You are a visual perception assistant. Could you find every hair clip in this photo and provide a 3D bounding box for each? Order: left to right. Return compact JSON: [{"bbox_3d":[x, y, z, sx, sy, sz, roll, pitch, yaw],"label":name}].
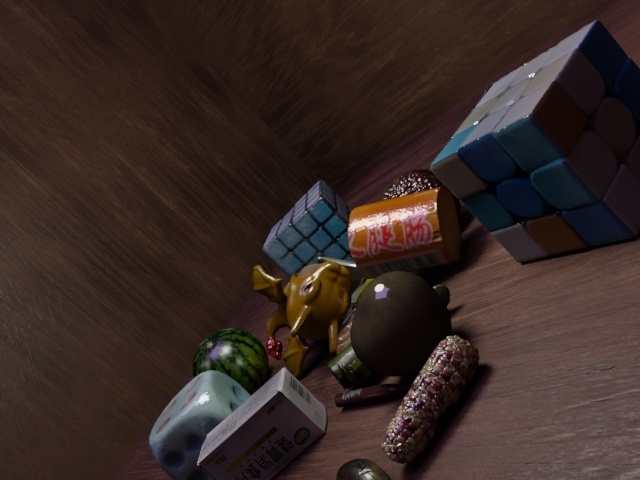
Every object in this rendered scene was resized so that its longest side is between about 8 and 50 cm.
[{"bbox_3d":[0.077,0.130,2.255,0.282,0.172,0.113,93,-171,-48],"label":"hair clip"}]

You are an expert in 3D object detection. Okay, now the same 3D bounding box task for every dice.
[{"bbox_3d":[-0.340,0.583,1.907,0.268,0.265,0.262,-44,11,4],"label":"dice"}]

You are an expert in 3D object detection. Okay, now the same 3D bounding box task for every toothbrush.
[{"bbox_3d":[0.145,0.368,1.502,0.364,0.041,0.041,-30,18,52],"label":"toothbrush"}]

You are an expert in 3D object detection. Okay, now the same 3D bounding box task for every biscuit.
[{"bbox_3d":[0.140,0.258,1.740,0.228,0.031,0.176,-23,64,24],"label":"biscuit"},{"bbox_3d":[0.179,0.151,2.176,0.199,0.040,0.121,-51,13,-24],"label":"biscuit"}]

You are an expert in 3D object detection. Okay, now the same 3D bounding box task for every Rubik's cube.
[{"bbox_3d":[0.000,0.000,2.591,0.337,0.344,0.344,-44,12,12],"label":"Rubik's cube"},{"bbox_3d":[0.526,-0.203,1.392,0.347,0.344,0.346,-51,12,-24],"label":"Rubik's cube"}]

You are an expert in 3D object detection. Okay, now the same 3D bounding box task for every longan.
[{"bbox_3d":[0.183,0.202,1.458,0.246,0.246,0.215,-46,-17,-5],"label":"longan"}]

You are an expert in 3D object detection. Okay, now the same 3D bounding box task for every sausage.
[{"bbox_3d":[0.247,-0.017,1.830,0.287,0.233,0.233,-13,26,28],"label":"sausage"}]

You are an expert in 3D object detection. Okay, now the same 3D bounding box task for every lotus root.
[{"bbox_3d":[0.084,0.474,1.215,0.089,0.080,0.179,-52,12,-25],"label":"lotus root"}]

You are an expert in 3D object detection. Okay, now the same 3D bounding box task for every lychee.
[{"bbox_3d":[0.332,-0.107,2.041,0.267,0.267,0.267,-43,11,10],"label":"lychee"}]

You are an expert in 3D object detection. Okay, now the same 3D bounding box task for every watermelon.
[{"bbox_3d":[-0.332,0.467,2.315,0.285,0.285,0.285,-43,11,10],"label":"watermelon"}]

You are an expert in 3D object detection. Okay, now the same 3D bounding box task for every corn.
[{"bbox_3d":[0.221,0.321,1.249,0.290,0.098,0.098,-53,13,-22],"label":"corn"}]

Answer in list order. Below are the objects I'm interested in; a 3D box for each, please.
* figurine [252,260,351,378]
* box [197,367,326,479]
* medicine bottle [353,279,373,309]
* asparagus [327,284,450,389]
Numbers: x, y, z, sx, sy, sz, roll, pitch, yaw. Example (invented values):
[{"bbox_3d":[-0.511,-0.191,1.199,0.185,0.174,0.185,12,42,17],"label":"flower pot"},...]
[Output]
[{"bbox_3d":[-0.045,0.250,2.051,0.267,0.401,0.387,-8,-8,-24],"label":"figurine"},{"bbox_3d":[-0.158,0.528,1.680,0.333,0.173,0.145,-43,9,10],"label":"box"},{"bbox_3d":[0.151,0.201,1.989,0.111,0.076,0.309,-36,15,49],"label":"medicine bottle"},{"bbox_3d":[0.184,0.246,1.627,0.382,0.108,0.128,-43,-20,5],"label":"asparagus"}]
